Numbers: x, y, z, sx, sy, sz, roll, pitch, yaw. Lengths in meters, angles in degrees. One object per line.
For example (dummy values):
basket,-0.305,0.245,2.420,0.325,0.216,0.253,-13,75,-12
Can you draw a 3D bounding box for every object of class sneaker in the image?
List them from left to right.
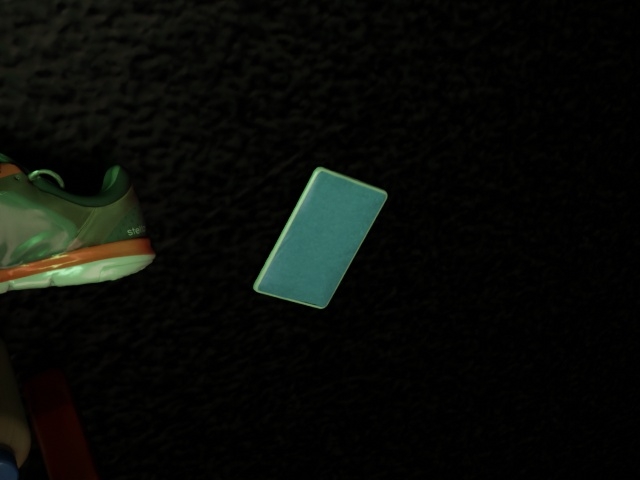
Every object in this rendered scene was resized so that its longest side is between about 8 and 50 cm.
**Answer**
sneaker,-0.158,-0.007,0.423,0.158,0.061,0.065,-8,95,-25

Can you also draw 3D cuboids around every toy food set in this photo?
toy food set,-0.165,0.136,0.463,0.111,0.104,0.232,-20,126,-16

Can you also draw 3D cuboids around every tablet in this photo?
tablet,0.000,0.000,0.533,0.054,0.006,0.083,17,109,-35
